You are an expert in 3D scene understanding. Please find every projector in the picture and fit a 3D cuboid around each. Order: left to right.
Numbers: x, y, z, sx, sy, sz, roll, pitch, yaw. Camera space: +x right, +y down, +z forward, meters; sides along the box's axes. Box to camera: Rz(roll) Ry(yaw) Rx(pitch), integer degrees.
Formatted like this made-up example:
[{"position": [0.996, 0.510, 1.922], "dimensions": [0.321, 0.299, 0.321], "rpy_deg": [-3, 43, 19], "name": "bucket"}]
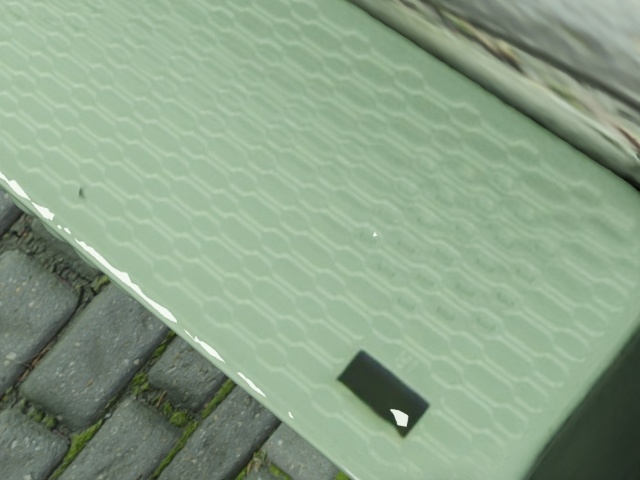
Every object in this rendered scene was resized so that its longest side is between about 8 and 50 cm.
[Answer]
[{"position": [0.000, 0.000, 0.440], "dimensions": [0.250, 0.108, 0.198], "rpy_deg": [36, 172, 26], "name": "projector"}]
